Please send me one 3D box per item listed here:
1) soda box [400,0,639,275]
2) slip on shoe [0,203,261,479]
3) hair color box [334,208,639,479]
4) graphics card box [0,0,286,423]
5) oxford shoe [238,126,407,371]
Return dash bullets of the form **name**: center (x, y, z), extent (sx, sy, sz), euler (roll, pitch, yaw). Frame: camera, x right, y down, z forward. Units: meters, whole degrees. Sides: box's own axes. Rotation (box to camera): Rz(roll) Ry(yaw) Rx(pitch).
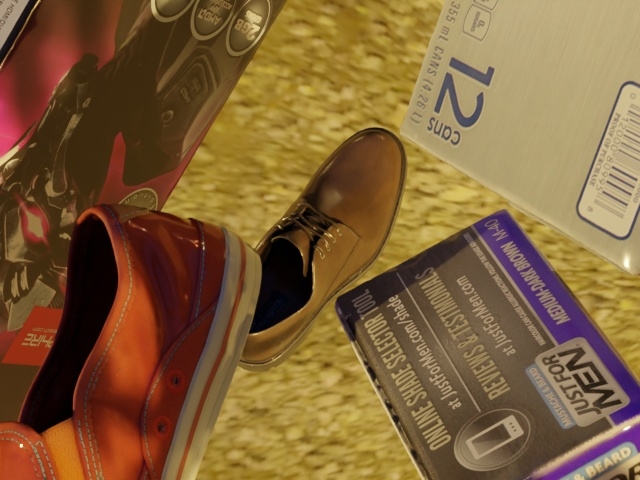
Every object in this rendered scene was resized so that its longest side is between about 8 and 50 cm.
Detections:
- **soda box**: center (0.121, -0.133, 0.369), extent (0.091, 0.098, 0.286), euler (36, 112, 49)
- **slip on shoe**: center (-0.125, 0.129, 0.834), extent (0.101, 0.123, 0.331), euler (26, 66, -22)
- **hair color box**: center (0.138, 0.172, 0.842), extent (0.110, 0.185, 0.339), euler (-30, 123, 1)
- **graphics card box**: center (-0.186, -0.037, 0.982), extent (0.094, 0.233, 0.371), euler (34, 96, 24)
- **oxford shoe**: center (0.000, 0.000, 1.344), extent (0.083, 0.096, 0.227), euler (29, 76, 11)
